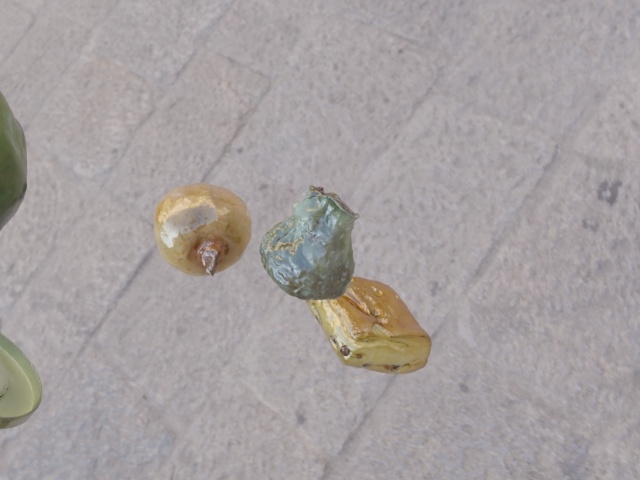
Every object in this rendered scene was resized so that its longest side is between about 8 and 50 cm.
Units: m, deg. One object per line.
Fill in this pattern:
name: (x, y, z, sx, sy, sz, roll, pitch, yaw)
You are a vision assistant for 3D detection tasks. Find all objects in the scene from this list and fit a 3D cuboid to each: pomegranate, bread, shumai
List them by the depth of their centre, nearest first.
shumai: (0.000, 0.000, 0.586, 0.083, 0.080, 0.082, 38, 48, 5)
bread: (0.101, 0.158, 1.407, 0.099, 0.235, 0.210, -55, 42, 23)
pomegranate: (-0.248, -0.027, 1.502, 0.207, 0.207, 0.207, -13, 62, 25)

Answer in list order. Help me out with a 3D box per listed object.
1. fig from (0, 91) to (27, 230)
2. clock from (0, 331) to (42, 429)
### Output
fig: (-0.373, -0.049, 0.641, 0.275, 0.206, 0.206, -36, 44, 57)
clock: (-0.508, 0.177, 1.036, 0.029, 0.235, 0.235, -50, 53, 7)
